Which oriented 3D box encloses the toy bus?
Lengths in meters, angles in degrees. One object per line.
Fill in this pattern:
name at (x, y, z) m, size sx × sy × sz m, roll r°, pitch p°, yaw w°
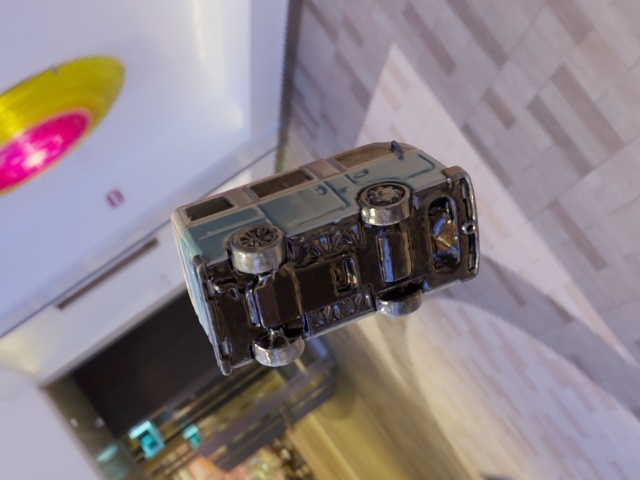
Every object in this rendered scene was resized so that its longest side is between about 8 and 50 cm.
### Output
toy bus at (0.000, 0.000, 0.487) m, size 0.075 × 0.123 × 0.060 m, roll -131°, pitch 26°, yaw -54°
